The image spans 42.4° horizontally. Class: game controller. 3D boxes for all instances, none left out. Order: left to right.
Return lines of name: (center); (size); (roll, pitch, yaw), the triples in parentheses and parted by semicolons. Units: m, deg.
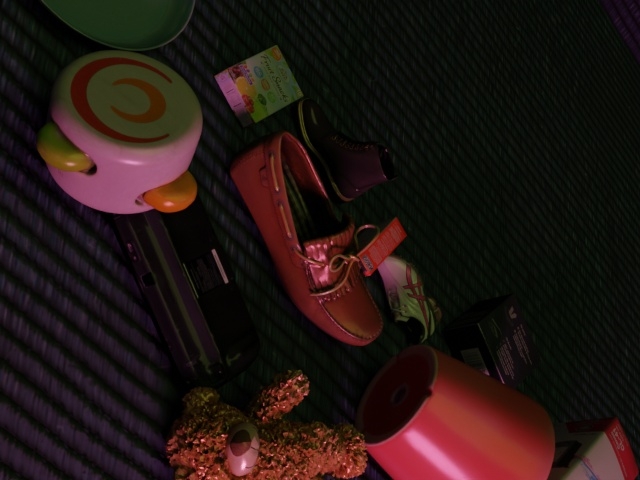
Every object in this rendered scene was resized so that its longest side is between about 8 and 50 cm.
game controller: (-0.190, 0.058, 1.193); (0.166, 0.067, 0.319); (-30, 99, -61)

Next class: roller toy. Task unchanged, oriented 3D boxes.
roller toy: (-0.259, -0.138, 1.087); (0.209, 0.146, 0.191); (10, 53, -18)

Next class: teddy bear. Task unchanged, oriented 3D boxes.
teddy bear: (-0.054, 0.317, 1.171); (0.338, 0.113, 0.245); (48, 68, -32)

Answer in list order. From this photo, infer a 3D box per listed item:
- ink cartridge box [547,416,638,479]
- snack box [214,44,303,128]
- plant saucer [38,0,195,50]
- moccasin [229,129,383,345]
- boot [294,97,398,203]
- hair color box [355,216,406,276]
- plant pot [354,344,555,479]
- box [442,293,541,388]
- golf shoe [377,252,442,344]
ink cartridge box: (0.425, 0.458, 1.553); (0.306, 0.226, 0.131); (-20, 91, -48)
snack box: (-0.102, -0.261, 1.394); (0.141, 0.037, 0.100); (-39, 106, -45)
plant saucer: (-0.325, -0.424, 1.219); (0.318, 0.044, 0.317); (17, 65, -40)
moccasin: (0.002, -0.001, 1.332); (0.139, 0.147, 0.380); (-31, 100, -46)
boot: (0.049, -0.175, 1.446); (0.077, 0.137, 0.197); (-39, 104, -45)
hair color box: (0.087, 0.016, 1.469); (0.141, 0.072, 0.043); (-42, 107, -43)
plant pot: (0.208, 0.318, 1.372); (0.243, 0.275, 0.275); (39, 51, -19)
box: (0.345, 0.211, 1.650); (0.158, 0.093, 0.156); (-28, 97, -46)
golf shoe: (0.156, 0.106, 1.512); (0.186, 0.067, 0.086); (55, 47, -18)
